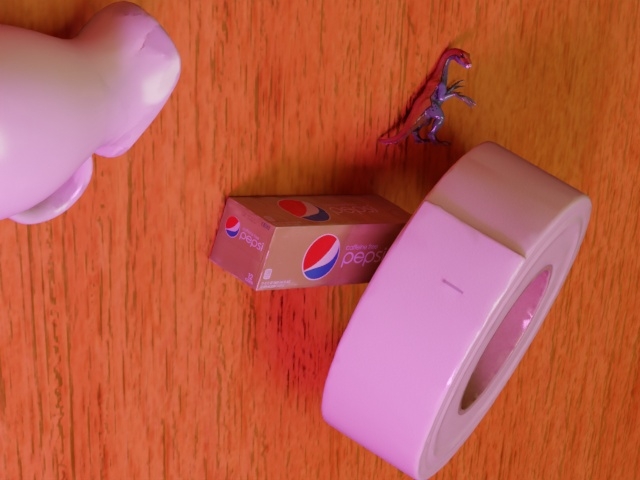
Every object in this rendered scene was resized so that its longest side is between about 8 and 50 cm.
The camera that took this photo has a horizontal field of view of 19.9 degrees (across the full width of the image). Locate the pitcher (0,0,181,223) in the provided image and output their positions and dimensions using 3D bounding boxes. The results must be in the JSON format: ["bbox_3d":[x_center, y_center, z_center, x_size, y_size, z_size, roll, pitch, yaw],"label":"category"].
[{"bbox_3d":[-0.207,-0.064,1.202,0.207,0.125,0.178,-23,146,-50],"label":"pitcher"}]

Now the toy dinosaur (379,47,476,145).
[{"bbox_3d":[0.099,-0.122,1.542,0.090,0.047,0.082,-4,100,-34],"label":"toy dinosaur"}]

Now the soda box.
[{"bbox_3d":[0.000,0.000,1.498,0.181,0.061,0.058,-3,117,-46],"label":"soda box"}]

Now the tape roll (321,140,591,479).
[{"bbox_3d":[0.118,0.060,1.554,0.286,0.100,0.286,-52,163,-22],"label":"tape roll"}]
